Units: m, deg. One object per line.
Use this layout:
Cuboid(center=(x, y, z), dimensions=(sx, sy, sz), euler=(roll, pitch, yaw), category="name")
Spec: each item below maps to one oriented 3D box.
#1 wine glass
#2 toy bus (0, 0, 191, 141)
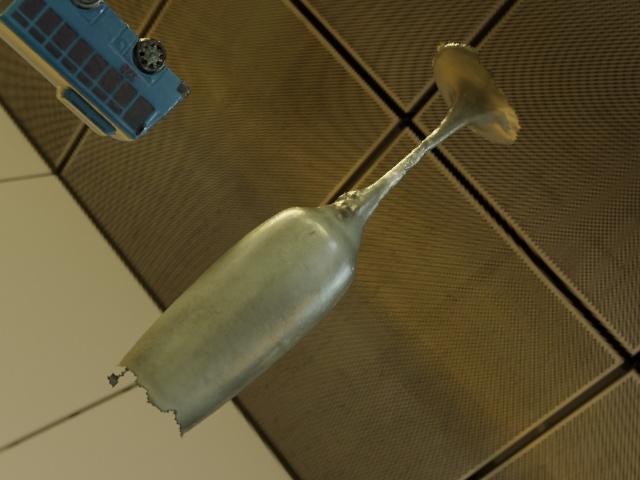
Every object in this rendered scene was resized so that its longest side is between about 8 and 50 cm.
Cuboid(center=(0.000, 0.000, 0.423), dimensions=(0.262, 0.074, 0.074), euler=(-43, -106, -15), category="wine glass")
Cuboid(center=(-0.229, -0.184, 0.783), dimensions=(0.106, 0.185, 0.090), euler=(-54, -146, -13), category="toy bus")
